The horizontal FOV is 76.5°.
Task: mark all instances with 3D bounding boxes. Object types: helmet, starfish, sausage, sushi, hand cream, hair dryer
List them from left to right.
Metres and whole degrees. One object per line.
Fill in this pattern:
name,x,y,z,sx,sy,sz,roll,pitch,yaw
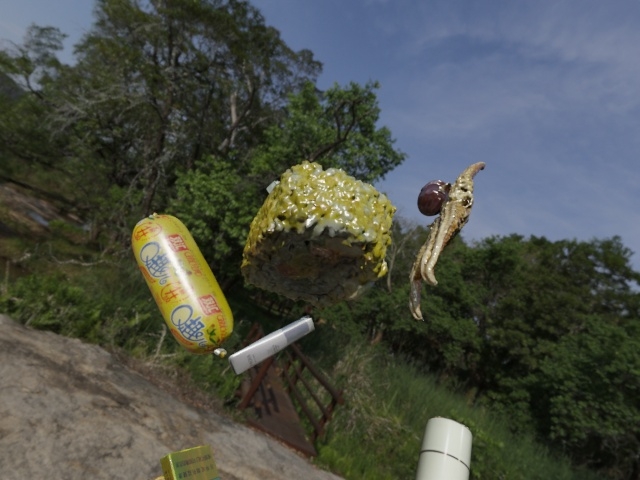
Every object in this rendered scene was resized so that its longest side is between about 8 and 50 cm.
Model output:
sausage,-0.282,0.087,0.830,0.347,0.123,0.123,58,-4,14
hand cream,-0.134,0.288,1.137,0.048,0.255,0.079,35,-35,50
sushi,0.000,0.000,1.094,0.351,0.240,0.396,27,-42,-16
helmet,0.368,-0.132,1.335,0.098,0.070,0.123,28,-54,9
hair dryer,0.314,0.666,1.128,0.128,0.203,0.362,15,-46,14
starfish,0.146,-0.004,0.497,0.050,0.247,0.138,25,-46,19

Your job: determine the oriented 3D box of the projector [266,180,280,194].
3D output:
projector,-0.132,-0.168,1.637,0.147,0.061,0.115,54,21,14

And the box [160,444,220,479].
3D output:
box,-0.239,0.514,0.803,0.121,0.030,0.193,31,27,-58

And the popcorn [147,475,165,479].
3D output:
popcorn,-0.388,0.702,1.013,0.140,0.194,0.163,12,-19,-20
